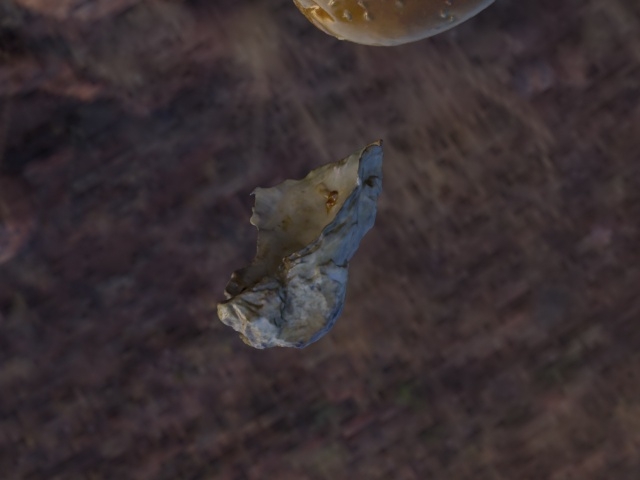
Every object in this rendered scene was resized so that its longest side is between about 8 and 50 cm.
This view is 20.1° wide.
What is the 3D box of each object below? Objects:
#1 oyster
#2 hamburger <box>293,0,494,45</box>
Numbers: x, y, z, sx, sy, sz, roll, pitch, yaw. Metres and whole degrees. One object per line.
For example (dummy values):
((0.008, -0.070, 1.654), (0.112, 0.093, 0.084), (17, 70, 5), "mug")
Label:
((-0.011, 0.010, 1.697), (0.161, 0.107, 0.233), (-26, -153, 51), "oyster")
((0.069, -0.345, 1.809), (0.314, 0.290, 0.170), (-31, -166, -15), "hamburger")
